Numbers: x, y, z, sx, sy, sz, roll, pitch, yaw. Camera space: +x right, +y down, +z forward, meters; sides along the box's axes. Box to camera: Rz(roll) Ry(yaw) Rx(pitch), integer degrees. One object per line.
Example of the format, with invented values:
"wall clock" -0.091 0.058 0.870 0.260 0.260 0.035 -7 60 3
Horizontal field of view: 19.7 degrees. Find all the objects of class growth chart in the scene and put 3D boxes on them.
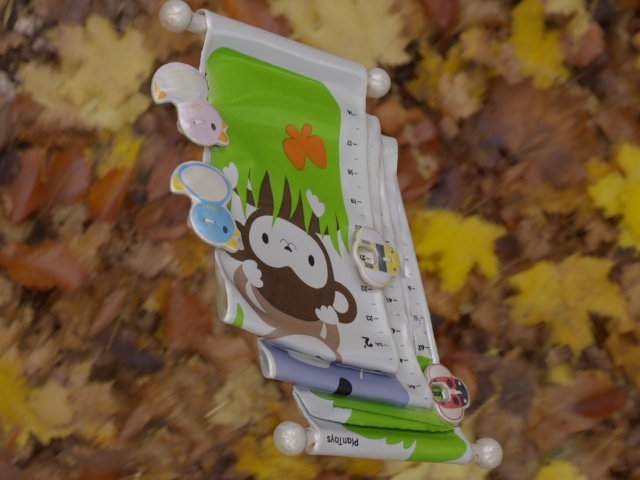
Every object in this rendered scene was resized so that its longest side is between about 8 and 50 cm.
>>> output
"growth chart" 0.000 0.000 0.886 0.172 0.021 0.237 4 66 -46
